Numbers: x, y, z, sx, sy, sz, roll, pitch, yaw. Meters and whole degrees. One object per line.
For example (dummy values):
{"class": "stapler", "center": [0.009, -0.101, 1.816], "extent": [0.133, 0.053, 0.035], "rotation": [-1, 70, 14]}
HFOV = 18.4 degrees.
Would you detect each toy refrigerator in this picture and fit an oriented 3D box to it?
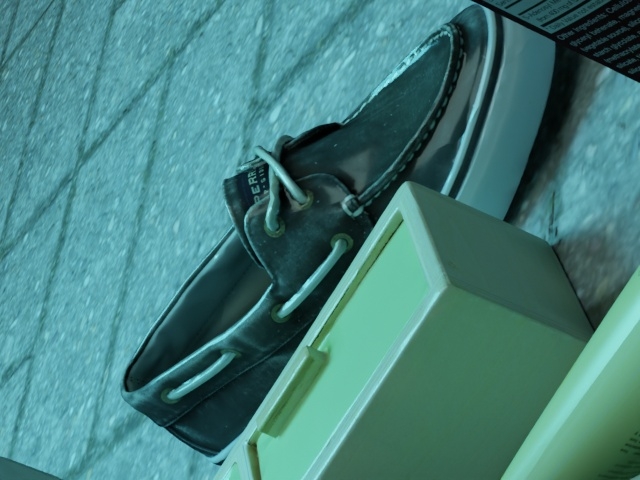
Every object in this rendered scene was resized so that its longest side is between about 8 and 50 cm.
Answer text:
{"class": "toy refrigerator", "center": [0.013, 0.113, 0.951], "extent": [0.269, 0.094, 0.102], "rotation": [-58, 23, 22]}

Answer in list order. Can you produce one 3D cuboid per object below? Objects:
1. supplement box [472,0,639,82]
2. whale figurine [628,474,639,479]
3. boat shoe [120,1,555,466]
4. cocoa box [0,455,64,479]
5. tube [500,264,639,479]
{"class": "supplement box", "center": [0.143, -0.115, 0.670], "extent": [0.073, 0.239, 0.130], "rotation": [-28, 43, 59]}
{"class": "whale figurine", "center": [0.134, 0.145, 0.619], "extent": [0.272, 0.141, 0.216], "rotation": [-45, 26, -10]}
{"class": "boat shoe", "center": [0.000, 0.000, 1.065], "extent": [0.335, 0.119, 0.121], "rotation": [-56, 23, 26]}
{"class": "cocoa box", "center": [-0.138, 0.252, 0.813], "extent": [0.228, 0.347, 0.231], "rotation": [-57, 23, 25]}
{"class": "tube", "center": [0.118, 0.054, 0.721], "extent": [0.240, 0.070, 0.062], "rotation": [117, 166, -45]}
